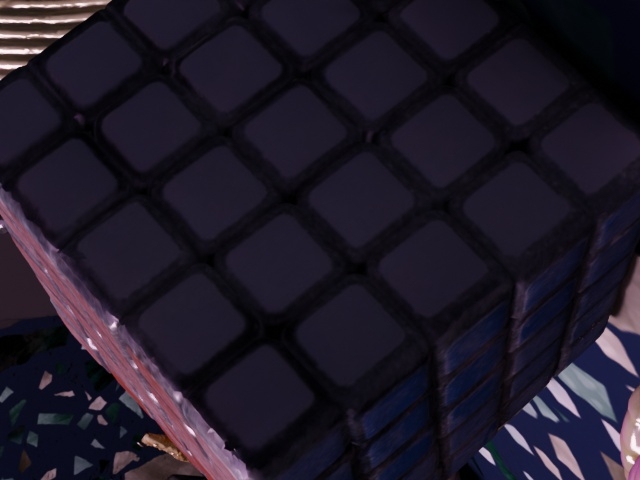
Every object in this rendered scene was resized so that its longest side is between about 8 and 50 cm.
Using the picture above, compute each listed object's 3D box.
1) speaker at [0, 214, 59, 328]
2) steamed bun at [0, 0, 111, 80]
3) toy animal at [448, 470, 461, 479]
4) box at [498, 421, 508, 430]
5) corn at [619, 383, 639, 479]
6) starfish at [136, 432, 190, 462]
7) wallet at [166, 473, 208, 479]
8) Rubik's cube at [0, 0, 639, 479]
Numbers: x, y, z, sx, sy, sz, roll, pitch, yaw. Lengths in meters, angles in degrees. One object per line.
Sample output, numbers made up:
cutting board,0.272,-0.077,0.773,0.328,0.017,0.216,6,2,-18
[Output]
speaker,-0.231,-0.078,1.165,0.254,0.184,0.232,64,-156,-48
steamed bun,-0.155,-0.158,0.951,0.238,0.170,0.152,52,-170,2
toy animal,0.067,0.310,1.421,0.230,0.210,0.221,-17,126,39
box,0.041,0.029,0.956,0.212,0.095,0.168,37,159,44
corn,0.224,0.153,0.630,0.127,0.127,0.335,37,164,44
starfish,-0.147,0.278,1.842,0.299,0.060,0.302,40,-177,7
wallet,0.010,0.377,1.628,0.406,0.062,0.228,18,-157,-45
Rubik's cube,0.000,0.000,0.693,0.238,0.237,0.237,46,165,21
